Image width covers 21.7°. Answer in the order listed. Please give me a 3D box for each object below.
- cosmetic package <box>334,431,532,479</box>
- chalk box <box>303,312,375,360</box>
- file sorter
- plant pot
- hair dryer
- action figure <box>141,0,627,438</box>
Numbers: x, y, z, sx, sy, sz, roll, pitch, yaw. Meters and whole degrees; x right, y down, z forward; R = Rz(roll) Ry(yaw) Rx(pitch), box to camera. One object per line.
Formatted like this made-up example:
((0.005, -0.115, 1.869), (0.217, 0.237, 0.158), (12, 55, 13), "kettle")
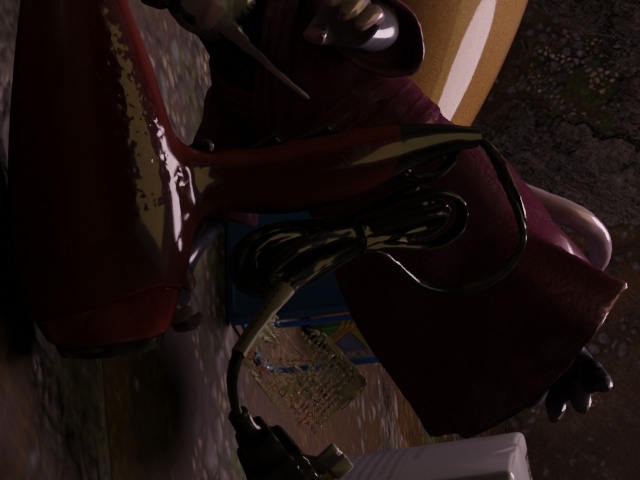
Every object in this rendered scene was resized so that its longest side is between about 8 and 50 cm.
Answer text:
((0.062, 0.229, 1.161), (0.151, 0.184, 0.151), (-23, 104, -79), "cosmetic package")
((0.065, 0.031, 1.505), (0.213, 0.132, 0.132), (46, 36, -73), "chalk box")
((0.000, 0.000, 1.219), (0.104, 0.118, 0.170), (71, 14, -57), "file sorter")
((0.069, -0.177, 1.564), (0.237, 0.237, 0.254), (64, 35, -58), "plant pot")
((-0.047, -0.026, 0.791), (0.293, 0.080, 0.223), (48, 64, -25), "hair dryer")
((0.038, -0.060, 0.994), (0.370, 0.248, 0.276), (50, 38, -5), "action figure")
